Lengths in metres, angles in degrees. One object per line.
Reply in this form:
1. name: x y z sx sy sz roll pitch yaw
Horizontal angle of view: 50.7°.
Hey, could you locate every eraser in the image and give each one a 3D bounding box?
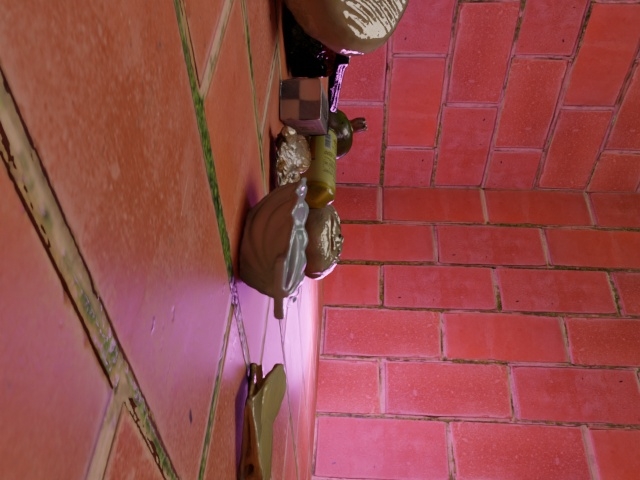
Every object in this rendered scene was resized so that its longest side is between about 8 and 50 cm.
1. eraser: -0.033 -0.323 1.680 0.404 0.096 0.098 -55 145 -86

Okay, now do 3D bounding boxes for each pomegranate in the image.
1. pomegranate: 0.052 -0.356 2.217 0.180 0.210 0.180 168 -90 -86

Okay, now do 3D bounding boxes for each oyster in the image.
1. oyster: -0.063 -0.156 1.403 0.191 0.081 0.163 79 17 -60

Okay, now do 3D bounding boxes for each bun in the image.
1. bun: 0.033 -0.557 1.371 0.326 0.234 0.362 -18 106 -51
2. bun: 0.000 0.000 2.025 0.239 0.141 0.239 -1 90 -89

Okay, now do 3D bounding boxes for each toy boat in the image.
1. toy boat: -0.071 0.008 1.106 0.290 0.100 0.199 -84 174 -64

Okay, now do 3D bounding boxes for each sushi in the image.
1. sushi: -0.023 -0.483 1.595 0.225 0.126 0.136 99 -6 -65

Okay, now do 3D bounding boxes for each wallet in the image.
1. wallet: 0.052 -0.481 1.773 0.379 0.046 0.190 121 -23 -81

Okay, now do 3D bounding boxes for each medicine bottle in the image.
1. medicine bottle: -0.014 -0.202 1.905 0.124 0.124 0.239 86 7 -60

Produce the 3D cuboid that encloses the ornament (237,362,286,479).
1. ornament: -0.102 0.291 1.108 0.180 0.059 0.201 81 13 -59
